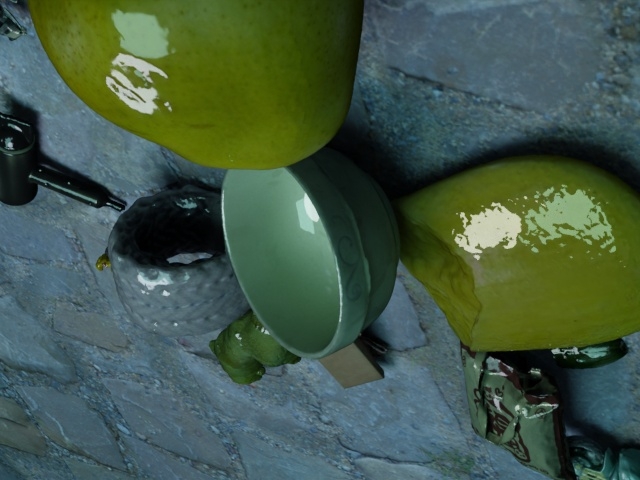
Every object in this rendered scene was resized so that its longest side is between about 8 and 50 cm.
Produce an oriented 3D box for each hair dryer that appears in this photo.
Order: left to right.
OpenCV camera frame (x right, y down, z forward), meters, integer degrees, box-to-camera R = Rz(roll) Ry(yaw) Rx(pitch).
[{"bbox_3d":[-0.452,-0.118,1.858,0.248,0.078,0.195,21,143,1],"label":"hair dryer"}]

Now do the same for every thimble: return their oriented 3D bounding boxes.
[{"bbox_3d":[-0.212,0.031,1.709,0.245,0.217,0.157,4,140,5],"label":"thimble"}]

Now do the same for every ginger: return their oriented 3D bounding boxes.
[{"bbox_3d":[-0.111,0.188,1.924,0.137,0.089,0.290,27,144,-23],"label":"ginger"}]

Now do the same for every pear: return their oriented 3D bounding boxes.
[{"bbox_3d":[-0.133,-0.275,1.177,0.362,0.362,0.418,-4,124,40],"label":"pear"}]

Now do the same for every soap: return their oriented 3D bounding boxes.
[{"bbox_3d":[0.265,0.030,1.433,0.427,0.115,0.306,-17,113,47],"label":"soap"}]

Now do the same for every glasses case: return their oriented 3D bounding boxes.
[{"bbox_3d":[0.047,0.169,1.787,0.102,0.070,0.193,-18,142,17],"label":"glasses case"}]

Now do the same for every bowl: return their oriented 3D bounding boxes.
[{"bbox_3d":[0.000,0.000,1.506,0.307,0.163,0.307,41,141,45],"label":"bowl"}]

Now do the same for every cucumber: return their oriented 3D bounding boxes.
[{"bbox_3d":[0.391,0.164,1.561,0.107,0.035,0.067,-10,125,41],"label":"cucumber"}]

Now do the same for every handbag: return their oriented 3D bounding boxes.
[{"bbox_3d":[0.306,0.260,1.660,0.213,0.127,0.235,33,146,44],"label":"handbag"}]

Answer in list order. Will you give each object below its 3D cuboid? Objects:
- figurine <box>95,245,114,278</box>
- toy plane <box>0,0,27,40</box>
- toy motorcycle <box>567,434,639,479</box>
[{"bbox_3d":[-0.342,0.074,1.955,0.115,0.095,0.156,-14,120,31],"label":"figurine"},{"bbox_3d":[-0.539,-0.363,1.610,0.262,0.088,0.192,-16,123,47],"label":"toy plane"},{"bbox_3d":[0.501,0.424,1.728,0.198,0.109,0.296,-4,124,32],"label":"toy motorcycle"}]
